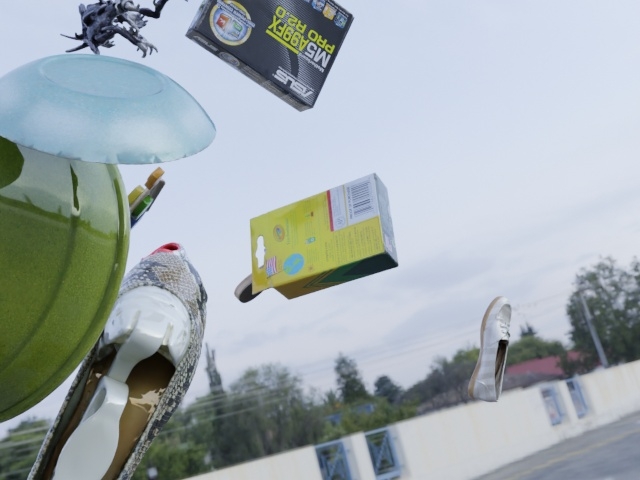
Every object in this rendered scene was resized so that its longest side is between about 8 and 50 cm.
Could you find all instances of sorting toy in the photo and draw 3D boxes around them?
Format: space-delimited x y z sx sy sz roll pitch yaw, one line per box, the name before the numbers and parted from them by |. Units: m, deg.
sorting toy | -0.459 -0.056 1.683 0.229 0.041 0.307 -50 7 -32

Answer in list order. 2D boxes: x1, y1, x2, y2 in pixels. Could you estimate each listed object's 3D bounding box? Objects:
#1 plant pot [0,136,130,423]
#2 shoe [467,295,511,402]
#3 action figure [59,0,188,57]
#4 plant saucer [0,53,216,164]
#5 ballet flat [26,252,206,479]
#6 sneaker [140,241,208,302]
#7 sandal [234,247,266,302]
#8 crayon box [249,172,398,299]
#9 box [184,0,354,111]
plant pot | -0.419 -0.031 0.602 0.366 0.367 0.353 -18 -21 12
shoe | 0.359 0.222 1.427 0.058 0.219 0.076 10 -7 46
action figure | -0.398 -0.459 1.461 0.275 0.164 0.141 -29 -31 14
plant saucer | -0.181 -0.121 0.585 0.194 0.195 0.038 -4 -56 -32
ballet flat | -0.273 0.212 0.956 0.163 0.483 0.182 24 -25 -6
sneaker | -0.273 0.110 1.188 0.090 0.145 0.270 -12 28 15
sandal | -0.120 0.049 1.672 0.240 0.079 0.088 -36 -34 -20
crayon box | 0.000 0.000 1.520 0.318 0.202 0.081 -18 -33 21
box | -0.089 -0.407 1.330 0.270 0.216 0.060 30 -15 -25
